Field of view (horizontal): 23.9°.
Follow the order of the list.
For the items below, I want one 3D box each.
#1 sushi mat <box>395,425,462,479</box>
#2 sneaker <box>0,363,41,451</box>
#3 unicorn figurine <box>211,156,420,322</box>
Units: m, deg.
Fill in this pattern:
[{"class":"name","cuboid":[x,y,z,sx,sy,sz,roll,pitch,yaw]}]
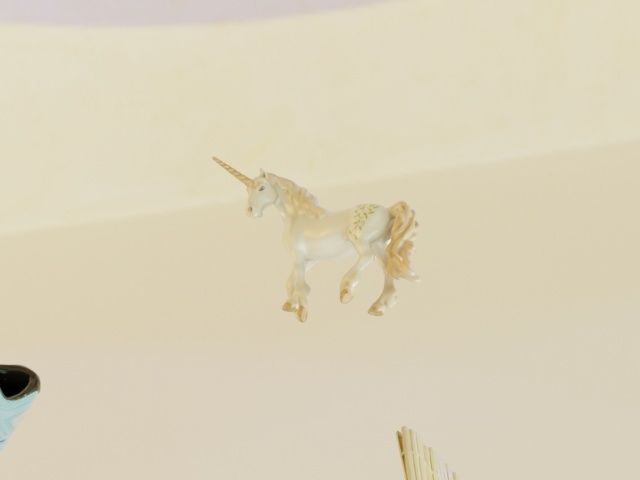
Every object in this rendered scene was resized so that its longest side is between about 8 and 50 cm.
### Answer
[{"class":"sushi mat","cuboid":[0.116,0.283,1.023,0.019,0.151,0.316,-31,-139,22]},{"class":"sneaker","cuboid":[-0.212,0.064,0.803,0.073,0.162,0.063,-44,-126,6]},{"class":"unicorn figurine","cuboid":[0.000,0.000,1.099,0.162,0.060,0.111,0,-111,15]}]
